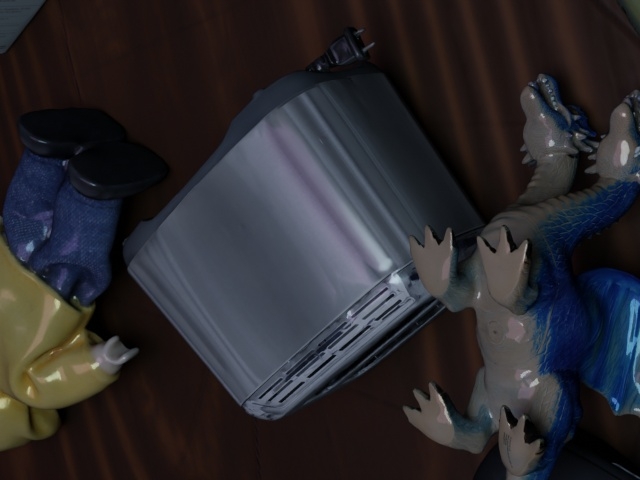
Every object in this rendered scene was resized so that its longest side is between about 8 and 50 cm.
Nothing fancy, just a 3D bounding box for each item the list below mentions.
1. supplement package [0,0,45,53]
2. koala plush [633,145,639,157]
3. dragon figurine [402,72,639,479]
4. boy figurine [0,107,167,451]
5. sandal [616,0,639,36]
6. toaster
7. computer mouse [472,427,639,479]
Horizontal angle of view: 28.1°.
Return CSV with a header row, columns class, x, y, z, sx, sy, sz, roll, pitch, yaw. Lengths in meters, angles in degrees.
class,x,y,z,sx,sy,sz,roll,pitch,yaw
supplement package,-0.242,-0.223,0.901,0.179,0.105,0.105,-42,73,35
koala plush,0.240,-0.029,0.455,0.221,0.196,0.203,-20,44,27
dragon figurine,0.120,0.057,0.651,0.085,0.144,0.289,-1,93,48
boy figurine,-0.201,0.053,0.937,0.177,0.092,0.285,35,120,27
sandal,0.177,-0.142,0.593,0.086,0.120,0.302,-35,77,23
toaster,0.000,0.000,0.750,0.227,0.129,0.146,-43,77,33
computer mouse,0.188,0.151,0.648,0.184,0.060,0.262,-49,48,5
